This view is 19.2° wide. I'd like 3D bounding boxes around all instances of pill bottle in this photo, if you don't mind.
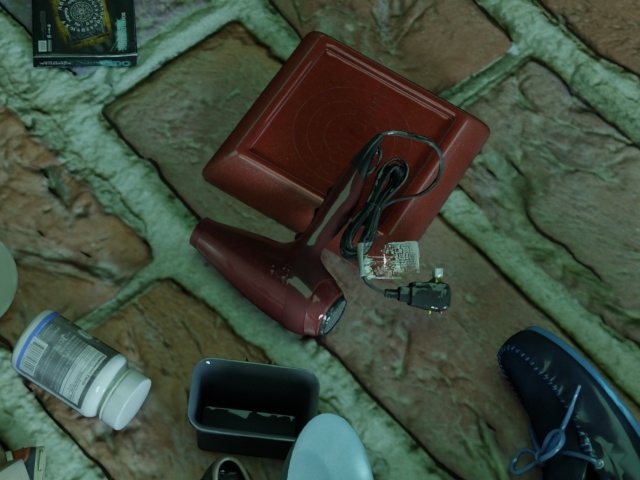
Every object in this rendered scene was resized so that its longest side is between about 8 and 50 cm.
[{"bbox_3d":[-0.255,0.140,2.018,0.137,0.078,0.078,32,62,10],"label":"pill bottle"}]

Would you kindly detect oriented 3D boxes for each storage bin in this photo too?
[{"bbox_3d":[-0.074,0.181,2.010,0.135,0.091,0.098,7,60,-4],"label":"storage bin"}]

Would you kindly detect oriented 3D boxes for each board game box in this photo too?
[{"bbox_3d":[-0.287,-0.292,2.289,0.126,0.026,0.186,-1,60,-8],"label":"board game box"}]

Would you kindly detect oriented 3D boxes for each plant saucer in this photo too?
[{"bbox_3d":[0.035,-0.115,2.218,0.259,0.048,0.258,30,61,11],"label":"plant saucer"},{"bbox_3d":[-0.001,0.274,1.936,0.037,0.195,0.195,-7,56,27],"label":"plant saucer"}]

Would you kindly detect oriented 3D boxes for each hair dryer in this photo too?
[{"bbox_3d":[0.000,0.000,2.118,0.293,0.080,0.224,-5,65,-1],"label":"hair dryer"}]

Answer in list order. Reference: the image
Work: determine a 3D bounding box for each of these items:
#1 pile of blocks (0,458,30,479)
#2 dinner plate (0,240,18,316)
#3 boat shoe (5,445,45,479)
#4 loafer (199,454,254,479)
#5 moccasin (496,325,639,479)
[{"bbox_3d":[-0.430,0.199,1.953,0.362,0.149,0.112,44,35,13],"label":"pile of blocks"},{"bbox_3d":[-0.406,0.041,2.092,0.141,0.017,0.141,3,62,-5],"label":"dinner plate"},{"bbox_3d":[-0.294,0.275,1.956,0.043,0.049,0.137,-9,57,-15],"label":"boat shoe"},{"bbox_3d":[-0.065,0.344,1.922,0.096,0.084,0.267,-17,64,-16],"label":"loafer"},{"bbox_3d":[0.286,0.243,1.996,0.117,0.138,0.342,-30,67,-17],"label":"moccasin"}]
